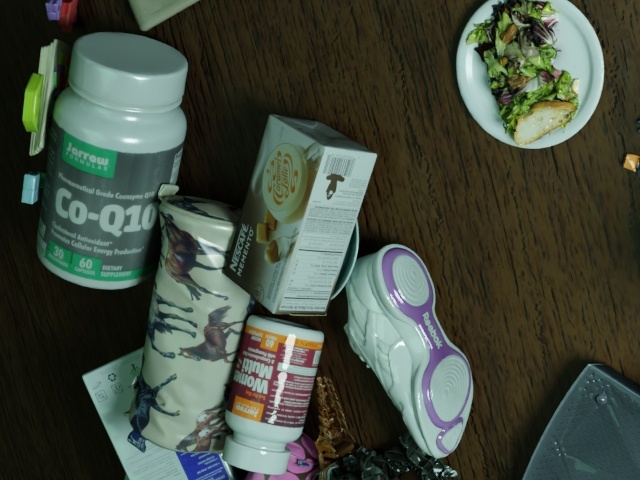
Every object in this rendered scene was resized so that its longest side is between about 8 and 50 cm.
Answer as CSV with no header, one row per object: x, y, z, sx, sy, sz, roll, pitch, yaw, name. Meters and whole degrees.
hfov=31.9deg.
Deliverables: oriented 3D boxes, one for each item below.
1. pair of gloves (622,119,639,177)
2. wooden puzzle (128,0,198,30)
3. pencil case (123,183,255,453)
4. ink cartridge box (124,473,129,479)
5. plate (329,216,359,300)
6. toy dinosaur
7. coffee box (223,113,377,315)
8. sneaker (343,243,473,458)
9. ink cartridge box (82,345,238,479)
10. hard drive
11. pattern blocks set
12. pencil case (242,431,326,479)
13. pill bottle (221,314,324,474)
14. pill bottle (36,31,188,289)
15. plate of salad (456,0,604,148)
0.402,-0.105,1.332,0.074,0.010,0.083,27,121,27,pair of gloves
-0.225,-0.508,1.615,0.347,0.080,0.322,-20,93,39,wooden puzzle
-0.199,0.125,1.731,0.183,0.160,0.411,13,106,10,pencil case
-0.258,0.499,1.982,0.208,0.087,0.153,31,121,26,ink cartridge box
0.000,0.000,1.628,0.188,0.024,0.188,-5,84,50,plate
0.061,0.367,1.670,0.322,0.164,0.218,50,148,-15,toy dinosaur
-0.032,-0.035,1.572,0.141,0.098,0.247,36,114,46,coffee box
0.119,0.158,1.588,0.152,0.114,0.305,-18,89,51,sneaker
-0.256,0.340,1.887,0.165,0.065,0.333,-24,88,-1,ink cartridge box
0.371,0.293,1.464,0.172,0.054,0.255,33,123,23,hard drive
-0.421,-0.228,1.758,0.026,0.285,0.325,9,110,-4,pattern blocks set
-0.079,0.403,1.787,0.098,0.095,0.209,31,110,-8,pencil case
-0.075,0.231,1.686,0.121,0.121,0.221,13,88,33,pill bottle
-0.320,-0.124,1.737,0.204,0.204,0.361,29,121,26,pill bottle
0.251,-0.210,1.385,0.199,0.048,0.200,13,113,33,plate of salad
